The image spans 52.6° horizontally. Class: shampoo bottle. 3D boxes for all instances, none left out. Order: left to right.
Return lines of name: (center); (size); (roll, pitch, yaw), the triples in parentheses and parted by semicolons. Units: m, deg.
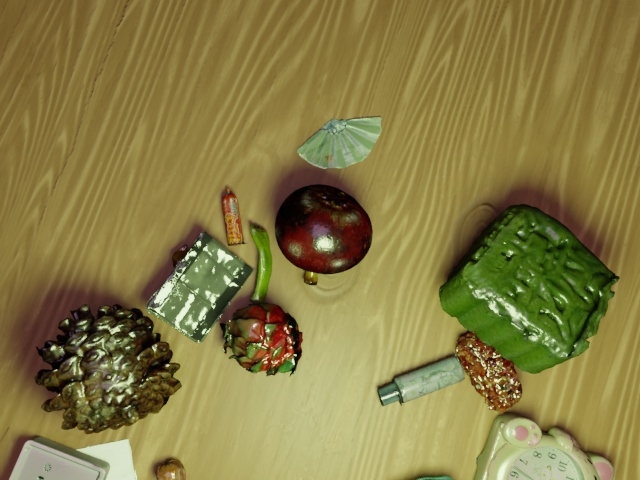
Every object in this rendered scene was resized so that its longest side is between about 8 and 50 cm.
shampoo bottle: (0.244, 0.350, 1.592); (0.214, 0.072, 0.072); (-19, 86, -6)

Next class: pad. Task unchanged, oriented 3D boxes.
pad: (-0.555, 0.572, 1.542); (0.232, 0.004, 0.156); (-12, 84, -5)
pad: (-0.288, 0.118, 1.570); (0.174, 0.022, 0.233); (40, 81, -24)

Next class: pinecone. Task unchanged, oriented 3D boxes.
pinecone: (-0.485, 0.283, 1.457); (0.298, 0.242, 0.295); (-20, 84, -26)

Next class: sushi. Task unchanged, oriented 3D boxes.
sushi: (-0.330, 0.069, 1.590); (0.060, 0.061, 0.117); (-10, 105, -13)

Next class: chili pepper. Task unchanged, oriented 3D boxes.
chili pepper: (-0.147, 0.058, 1.605); (0.050, 0.052, 0.201); (-3, 84, 27)

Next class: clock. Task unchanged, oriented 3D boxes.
clock: (-0.610, 0.561, 1.505); (0.197, 0.063, 0.150); (21, 83, -1)
clock: (0.534, 0.590, 1.565); (0.310, 0.114, 0.283); (21, 81, -3)

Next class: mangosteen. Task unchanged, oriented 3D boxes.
mangosteen: (0.000, 0.000, 1.561); (0.236, 0.235, 0.261); (15, 127, -2)

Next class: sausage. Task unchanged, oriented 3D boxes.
sausage: (-0.218, -0.059, 1.614); (0.050, 0.048, 0.145); (-13, 82, 33)

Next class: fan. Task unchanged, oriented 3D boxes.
fan: (0.058, -0.255, 1.673); (0.240, 0.009, 0.131); (-24, 88, -6)

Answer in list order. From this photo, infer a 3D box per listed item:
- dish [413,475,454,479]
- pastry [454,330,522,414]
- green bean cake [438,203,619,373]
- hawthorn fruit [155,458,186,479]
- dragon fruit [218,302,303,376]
dish: (0.249, 0.674, 1.551); (0.224, 0.078, 0.246); (27, 82, -1)
pastry: (0.418, 0.314, 1.590); (0.097, 0.115, 0.208); (-25, 80, -26)
green bean cake: (0.484, 0.106, 1.519); (0.319, 0.218, 0.335); (36, 59, 4)
hawthorn fruit: (-0.345, 0.569, 1.529); (0.067, 0.067, 0.103); (-26, 88, -6)
dragon fruit: (-0.135, 0.231, 1.529); (0.189, 0.182, 0.182); (21, 82, -20)
